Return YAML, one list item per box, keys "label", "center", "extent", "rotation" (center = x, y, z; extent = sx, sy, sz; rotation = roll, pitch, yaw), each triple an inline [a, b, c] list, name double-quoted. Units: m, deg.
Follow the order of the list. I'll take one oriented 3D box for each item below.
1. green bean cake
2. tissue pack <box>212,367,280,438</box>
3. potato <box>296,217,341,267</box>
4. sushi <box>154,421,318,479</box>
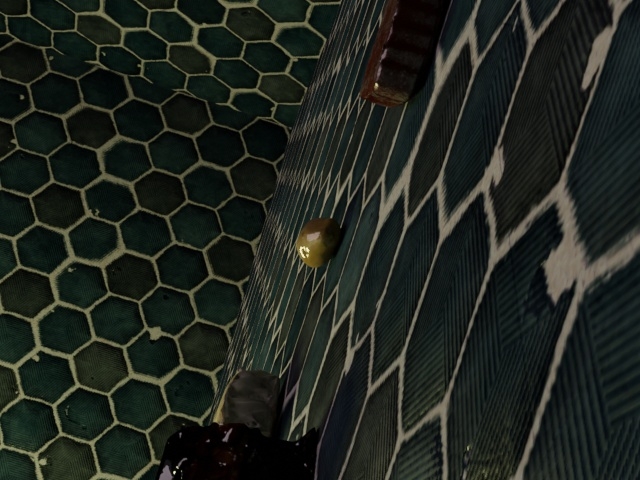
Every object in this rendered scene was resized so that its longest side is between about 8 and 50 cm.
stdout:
- label: "green bean cake"
  center: [0.093, -0.220, 1.249]
  extent: [0.135, 0.056, 0.136]
  rotation: [-156, 83, -86]
- label: "tissue pack"
  center: [-0.129, 0.317, 1.624]
  extent: [0.186, 0.090, 0.222]
  rotation: [-82, 12, -71]
- label: "potato"
  center: [0.000, 0.000, 1.522]
  extent: [0.083, 0.062, 0.068]
  rotation: [-24, 61, 54]
- label: "sushi"
  center: [-0.103, 0.272, 1.179]
  extent: [0.153, 0.150, 0.172]
  rotation: [-80, 10, -55]
